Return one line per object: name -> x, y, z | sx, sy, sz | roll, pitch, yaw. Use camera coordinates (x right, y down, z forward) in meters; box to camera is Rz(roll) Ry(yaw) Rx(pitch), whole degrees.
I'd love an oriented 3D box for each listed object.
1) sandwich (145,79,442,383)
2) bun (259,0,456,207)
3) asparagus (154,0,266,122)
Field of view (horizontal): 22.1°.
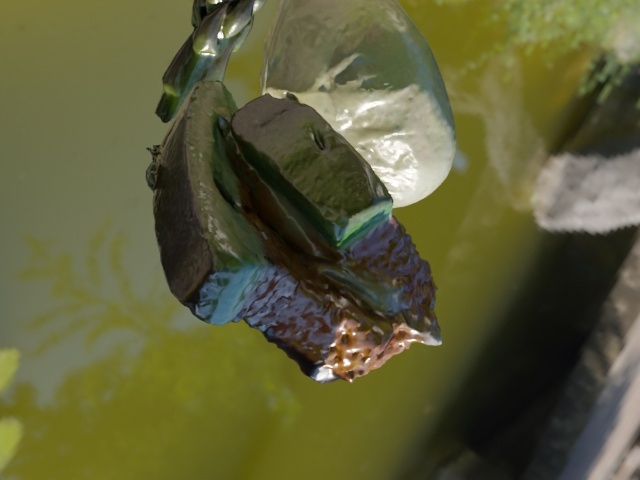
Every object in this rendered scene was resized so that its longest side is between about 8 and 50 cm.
sandwich -> 0.000, 0.000, 1.422 | 0.162, 0.301, 0.250 | -39, -151, 26
bun -> 0.027, -0.190, 2.313 | 0.213, 0.361, 0.361 | -35, 152, -33
asparagus -> -0.110, -0.253, 1.860 | 0.080, 0.080, 0.287 | -27, 147, -54
